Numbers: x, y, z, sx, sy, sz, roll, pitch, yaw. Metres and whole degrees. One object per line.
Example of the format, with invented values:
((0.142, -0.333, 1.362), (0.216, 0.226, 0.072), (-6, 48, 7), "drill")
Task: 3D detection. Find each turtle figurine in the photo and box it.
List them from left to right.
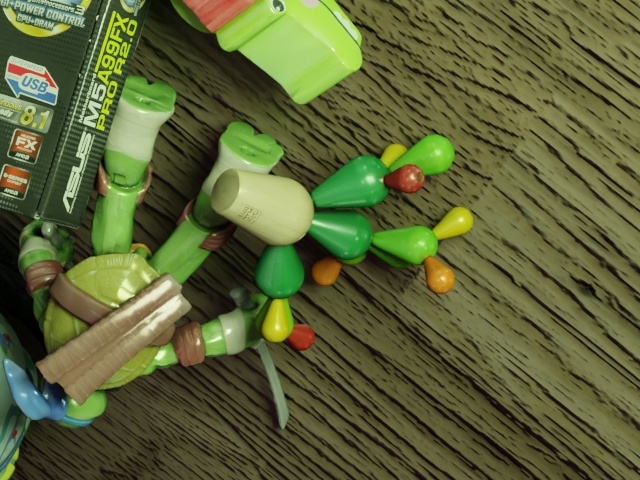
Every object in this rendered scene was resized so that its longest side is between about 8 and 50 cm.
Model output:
((-0.131, 0.009, 1.558), (0.198, 0.275, 0.266), (41, 117, 33), "turtle figurine")

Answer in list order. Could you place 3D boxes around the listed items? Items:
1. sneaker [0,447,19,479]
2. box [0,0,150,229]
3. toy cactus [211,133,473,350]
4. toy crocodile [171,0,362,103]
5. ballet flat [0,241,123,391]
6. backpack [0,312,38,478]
((-0.405, 0.163, 1.861), (0.295, 0.109, 0.123), (17, 152, 20), "sneaker")
((-0.271, -0.147, 1.473), (0.270, 0.060, 0.216), (18, 90, 24), "box")
((0.000, 0.000, 1.432), (0.180, 0.112, 0.219), (20, 135, -37), "toy cactus")
((-0.095, -0.236, 1.352), (0.115, 0.105, 0.340), (-24, 107, 42), "toy crocodile")
((-0.228, 0.064, 1.708), (0.173, 0.049, 0.057), (45, 121, -12), "ballet flat")
((-0.417, 0.107, 1.691), (0.355, 0.290, 0.273), (1, 147, 41), "backpack")
